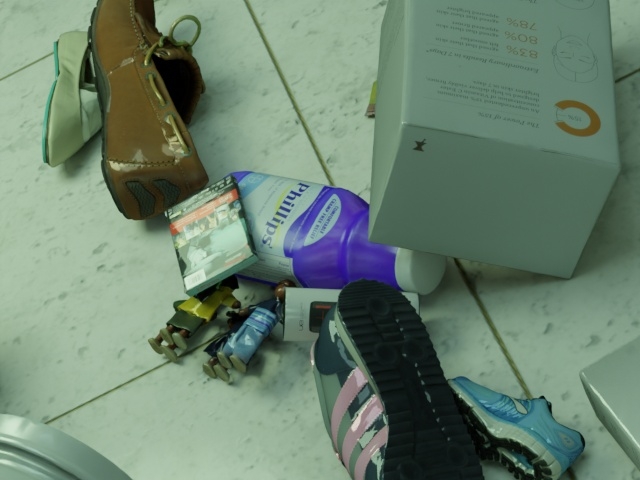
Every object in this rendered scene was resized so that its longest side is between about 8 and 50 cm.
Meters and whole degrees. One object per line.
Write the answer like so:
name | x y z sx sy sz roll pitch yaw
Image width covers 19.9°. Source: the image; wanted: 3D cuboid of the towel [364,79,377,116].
towel | 0.093 -0.168 2.106 0.083 0.009 0.060 -6 45 23

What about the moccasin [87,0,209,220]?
moccasin | -0.198 -0.188 2.193 0.147 0.139 0.380 -17 39 4

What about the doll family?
doll family | -0.096 0.081 1.914 0.193 0.076 0.111 21 56 36

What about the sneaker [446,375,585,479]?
sneaker | 0.180 0.171 1.687 0.073 0.063 0.162 -27 40 -28

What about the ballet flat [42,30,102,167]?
ballet flat | -0.303 -0.184 2.298 0.086 0.086 0.248 -18 41 13

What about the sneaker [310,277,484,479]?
sneaker | 0.067 0.199 1.694 0.112 0.131 0.319 4 52 -25

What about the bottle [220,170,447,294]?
bottle | 0.000 0.000 1.921 0.283 0.092 0.118 13 61 37

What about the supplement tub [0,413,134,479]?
supplement tub | -0.308 0.347 1.628 0.241 0.241 0.331 7 52 34

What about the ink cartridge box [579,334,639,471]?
ink cartridge box | 0.414 0.133 1.577 0.296 0.066 0.261 -31 40 -2

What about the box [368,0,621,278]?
box | 0.174 -0.155 1.865 0.215 0.168 0.345 11 45 -5

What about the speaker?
speaker | 0.029 0.076 1.819 0.136 0.055 0.055 3 44 -3

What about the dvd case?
dvd case | -0.115 -0.006 1.924 0.087 0.013 0.119 -29 48 12
